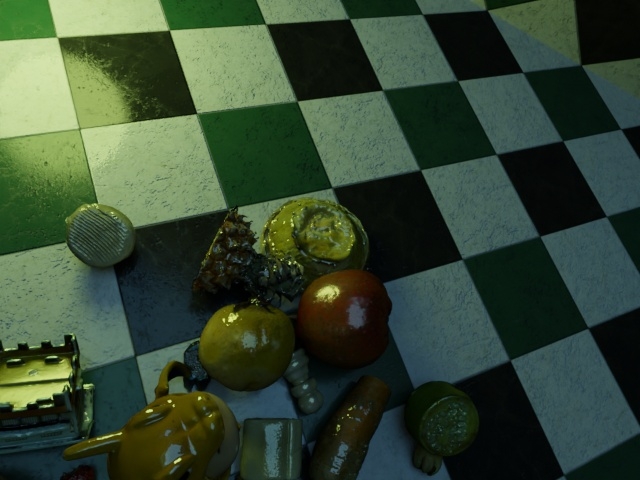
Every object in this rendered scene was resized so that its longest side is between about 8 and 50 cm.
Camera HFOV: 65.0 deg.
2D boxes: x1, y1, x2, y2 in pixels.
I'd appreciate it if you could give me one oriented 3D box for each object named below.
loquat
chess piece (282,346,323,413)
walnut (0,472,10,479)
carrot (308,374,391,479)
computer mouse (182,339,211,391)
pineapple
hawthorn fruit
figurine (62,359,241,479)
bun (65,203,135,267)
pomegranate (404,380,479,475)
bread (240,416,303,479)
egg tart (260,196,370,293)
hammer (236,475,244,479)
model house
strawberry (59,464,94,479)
[{"bbox_3d":[-0.178,0.250,1.247,0.244,0.244,0.243,7,65,-14],"label":"loquat"},{"bbox_3d":[-0.048,0.378,1.342,0.094,0.094,0.170,-25,80,-25],"label":"chess piece"},{"bbox_3d":[-0.685,0.573,0.979,0.249,0.248,0.248,7,65,-14],"label":"walnut"},{"bbox_3d":[0.074,0.497,1.305,0.139,0.138,0.301,33,55,-1],"label":"carrot"},{"bbox_3d":[-0.316,0.325,1.304,0.079,0.047,0.134,6,76,-2],"label":"computer mouse"},{"bbox_3d":[-0.172,0.080,1.357,0.272,0.262,0.262,28,62,-8],"label":"pineapple"},{"bbox_3d":[0.041,0.207,1.347,0.299,0.277,0.276,1,66,0],"label":"hawthorn fruit"},{"bbox_3d":[-0.322,0.470,1.054,0.268,0.387,0.400,24,67,10],"label":"figurine"},{"bbox_3d":[-0.583,-0.016,1.335,0.167,0.113,0.173,-20,97,-19],"label":"bun"},{"bbox_3d":[0.320,0.498,1.372,0.190,0.159,0.240,-16,100,-14],"label":"pomegranate"},{"bbox_3d":[-0.119,0.510,1.233,0.148,0.134,0.141,3,70,-3],"label":"bread"},{"bbox_3d":[0.000,0.000,1.501,0.346,0.132,0.345,8,63,-15],"label":"egg tart"},{"bbox_3d":[-0.216,0.732,1.137,0.044,0.111,0.365,21,55,-18],"label":"hammer"},{"bbox_3d":[-0.628,0.345,1.104,0.224,0.215,0.198,-2,36,-19],"label":"model house"},{"bbox_3d":[-0.540,0.548,1.126,0.073,0.073,0.083,-28,90,-26],"label":"strawberry"}]
